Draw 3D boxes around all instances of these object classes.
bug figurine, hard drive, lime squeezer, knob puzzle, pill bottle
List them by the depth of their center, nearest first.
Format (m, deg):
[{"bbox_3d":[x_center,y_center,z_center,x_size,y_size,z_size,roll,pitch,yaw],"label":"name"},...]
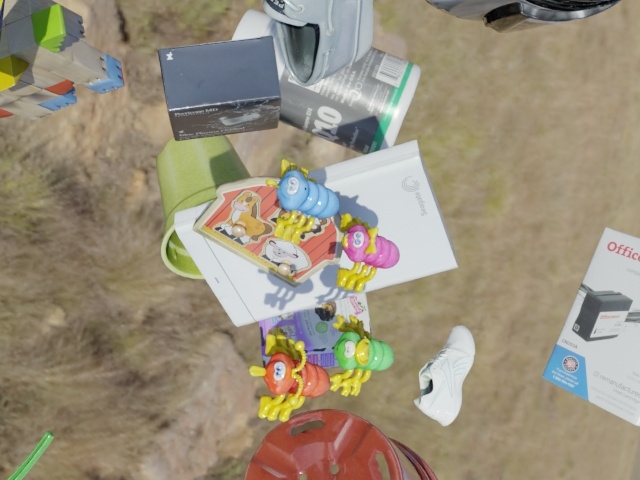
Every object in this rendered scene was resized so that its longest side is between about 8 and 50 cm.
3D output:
[{"bbox_3d":[0.012,0.056,1.059,0.216,0.072,0.279,15,74,-49],"label":"bug figurine"},{"bbox_3d":[-0.054,-0.014,1.278,0.213,0.213,0.030,76,23,-46],"label":"knob puzzle"},{"bbox_3d":[0.000,0.000,1.411,0.047,0.353,0.233,-96,165,-45],"label":"hard drive"},{"bbox_3d":[-0.536,0.394,1.490,0.310,0.059,0.110,-24,107,-14],"label":"lime squeezer"},{"bbox_3d":[-0.001,-0.312,1.940,0.204,0.361,0.204,22,90,-89],"label":"pill bottle"}]

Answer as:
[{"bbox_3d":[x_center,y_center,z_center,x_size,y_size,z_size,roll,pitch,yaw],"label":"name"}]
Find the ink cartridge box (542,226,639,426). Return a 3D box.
[{"bbox_3d":[0.571,0.157,1.766,0.129,0.223,0.308,20,94,-39],"label":"ink cartridge box"}]

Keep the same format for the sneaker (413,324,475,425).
[{"bbox_3d":[0.177,0.183,1.396,0.053,0.061,0.152,-39,-153,56],"label":"sneaker"}]

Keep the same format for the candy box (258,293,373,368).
[{"bbox_3d":[-0.011,0.143,1.742,0.070,0.196,0.165,88,-4,-53],"label":"candy box"}]

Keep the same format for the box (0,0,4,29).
[{"bbox_3d":[-0.435,-0.265,1.246,0.169,0.054,0.059,149,-48,-67],"label":"box"}]

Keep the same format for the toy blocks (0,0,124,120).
[{"bbox_3d":[-0.509,-0.279,1.610,0.261,0.381,0.191,18,59,-68],"label":"toy blocks"}]

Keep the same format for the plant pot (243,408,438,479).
[{"bbox_3d":[0.027,0.353,1.299,0.265,0.272,0.272,67,42,-62],"label":"plant pot"}]

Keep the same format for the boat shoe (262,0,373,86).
[{"bbox_3d":[-0.007,-0.199,0.777,0.081,0.079,0.227,-42,157,-14],"label":"boat shoe"}]

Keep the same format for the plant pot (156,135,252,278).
[{"bbox_3d":[-0.248,-0.097,2.169,0.254,0.276,0.276,66,3,32],"label":"plant pot"}]

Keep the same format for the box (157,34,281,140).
[{"bbox_3d":[-0.139,-0.209,1.372,0.158,0.155,0.093,115,-33,-80],"label":"box"}]

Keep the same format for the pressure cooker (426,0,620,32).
[{"bbox_3d":[0.310,-0.499,1.386,0.375,0.420,0.370,25,88,-22],"label":"pressure cooker"}]
